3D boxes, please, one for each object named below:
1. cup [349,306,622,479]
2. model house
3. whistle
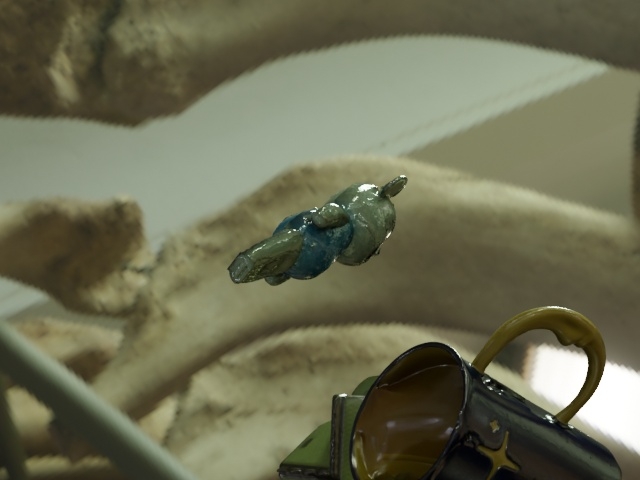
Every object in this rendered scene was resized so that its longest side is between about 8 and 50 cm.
[{"bbox_3d":[0.209,0.217,1.689,0.256,0.178,0.255,30,-53,-27],"label":"cup"},{"bbox_3d":[0.026,0.279,2.156,0.279,0.205,0.218,11,-101,-44],"label":"model house"},{"bbox_3d":[0.000,0.000,1.541,0.236,0.077,0.114,-23,-20,-50],"label":"whistle"}]
